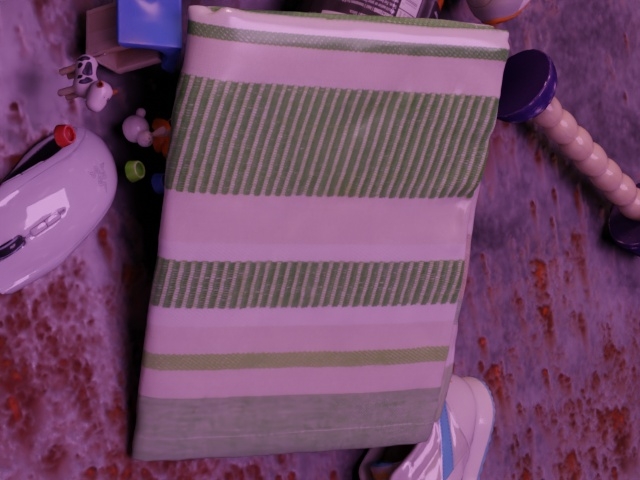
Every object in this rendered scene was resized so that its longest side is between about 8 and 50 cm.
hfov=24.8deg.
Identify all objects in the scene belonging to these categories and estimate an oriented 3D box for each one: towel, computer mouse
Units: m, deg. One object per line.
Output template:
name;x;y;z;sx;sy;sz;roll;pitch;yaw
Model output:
towel;0.000;0.000;1.034;0.248;0.038;0.324;0;110;-24
computer mouse;-0.197;-0.006;0.945;0.193;0.042;0.106;-47;119;-29

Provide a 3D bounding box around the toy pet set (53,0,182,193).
toy pet set;-0.115;-0.105;0.979;0.122;0.065;0.114;26;58;-58

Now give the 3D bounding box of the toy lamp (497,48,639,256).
toy lamp;0.254;-0.063;1.313;0.275;0.080;0.080;37;68;-36

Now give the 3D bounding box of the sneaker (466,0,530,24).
sneaker;0.103;-0.302;1.170;0.121;0.099;0.262;-9;90;-33

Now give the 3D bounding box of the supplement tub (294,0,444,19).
supplement tub;0.024;-0.141;1.090;0.106;0.106;0.197;29;75;-38

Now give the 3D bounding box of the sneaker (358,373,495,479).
sneaker;0.074;0.217;1.174;0.092;0.087;0.228;13;78;-31
